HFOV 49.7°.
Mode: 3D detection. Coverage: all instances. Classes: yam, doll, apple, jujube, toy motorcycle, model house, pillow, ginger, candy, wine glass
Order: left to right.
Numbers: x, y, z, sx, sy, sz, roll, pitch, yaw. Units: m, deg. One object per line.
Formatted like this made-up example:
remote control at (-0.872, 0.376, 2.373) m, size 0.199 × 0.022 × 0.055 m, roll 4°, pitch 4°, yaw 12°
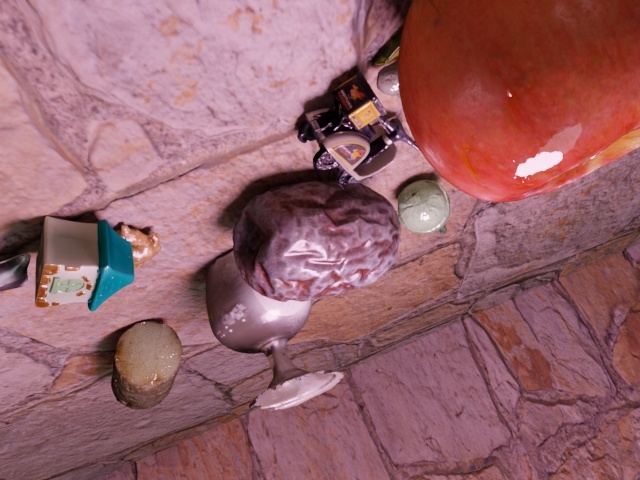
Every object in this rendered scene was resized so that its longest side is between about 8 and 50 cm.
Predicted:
pillow at (-0.532, 0.055, 1.098) m, size 0.136 × 0.055 × 0.091 m, roll -13°, pitch 125°, yaw -33°
model house at (-0.373, 0.039, 1.105) m, size 0.149 × 0.100 × 0.127 m, roll 3°, pitch 141°, yaw -27°
ginger at (-0.366, 0.041, 1.237) m, size 0.176 × 0.052 × 0.193 m, roll -15°, pitch 156°, yaw -9°
yam at (-0.425, 0.311, 1.677) m, size 0.161 × 0.161 × 0.268 m, roll -13°, pitch 159°, yaw -25°
wine glass at (-0.110, 0.179, 1.461) m, size 0.238 × 0.323 × 0.238 m, roll -19°, pitch 159°, yaw -8°
jujube at (0.000, 0.000, 1.300) m, size 0.317 × 0.226 × 0.226 m, roll -6°, pitch 152°, yaw -32°
toy motorcycle at (0.062, -0.166, 1.153) m, size 0.157 × 0.091 × 0.263 m, roll -33°, pitch 158°, yaw 12°
doll at (0.175, -0.252, 1.093) m, size 0.214 × 0.071 × 0.103 m, roll 4°, pitch 139°, yaw -41°
candy at (0.271, -0.055, 1.647) m, size 0.119 × 0.119 × 0.440 m, roll -29°, pitch 166°, yaw 12°
apple at (0.272, -0.236, 0.890) m, size 0.364 × 0.364 × 0.364 m, roll -21°, pitch 159°, yaw -9°

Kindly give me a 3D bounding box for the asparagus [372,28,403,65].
asparagus at (0.114, -0.287, 1.010) m, size 0.025 × 0.021 × 0.108 m, roll -3°, pitch 150°, yaw -45°
